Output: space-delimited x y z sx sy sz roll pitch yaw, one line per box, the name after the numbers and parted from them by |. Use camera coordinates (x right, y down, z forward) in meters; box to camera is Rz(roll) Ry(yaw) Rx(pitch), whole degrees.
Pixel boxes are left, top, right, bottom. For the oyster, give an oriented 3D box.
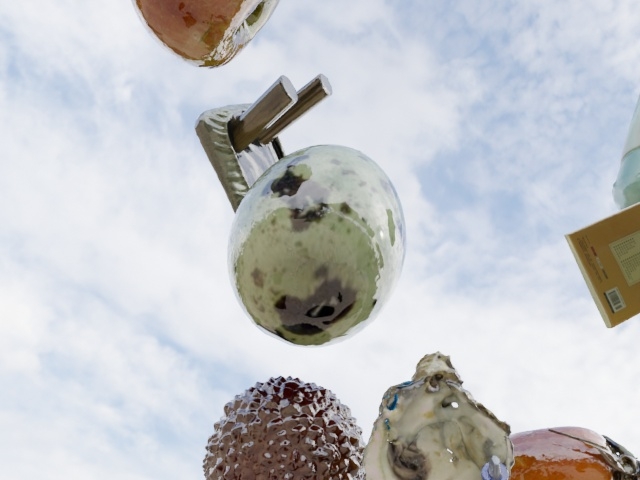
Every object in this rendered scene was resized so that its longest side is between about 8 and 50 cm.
0.151 0.295 0.812 0.223 0.083 0.214 -38 -99 0 | oyster

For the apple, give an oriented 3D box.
-0.192 -0.445 0.957 0.250 0.309 0.277 36 -37 -7 | apple

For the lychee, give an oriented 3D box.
-0.053 0.357 0.929 0.264 0.264 0.300 15 -57 6 | lychee

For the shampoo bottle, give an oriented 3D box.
0.690 -0.181 1.174 0.151 0.350 0.222 10 -30 37 | shampoo bottle

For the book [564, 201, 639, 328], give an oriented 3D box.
0.378 0.019 0.699 0.118 0.172 0.012 68 -21 7 | book

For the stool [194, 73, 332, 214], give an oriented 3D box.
-0.072 -0.190 1.284 0.226 0.310 0.310 -22 -82 26 | stool

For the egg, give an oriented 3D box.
0.000 0.000 0.969 0.287 0.379 0.288 11 -52 14 | egg

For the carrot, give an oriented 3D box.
0.457 0.442 1.092 0.331 0.193 0.214 -10 -91 23 | carrot

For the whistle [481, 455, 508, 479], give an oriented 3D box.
0.192 0.264 0.645 0.029 0.033 0.083 -14 -50 0 | whistle
